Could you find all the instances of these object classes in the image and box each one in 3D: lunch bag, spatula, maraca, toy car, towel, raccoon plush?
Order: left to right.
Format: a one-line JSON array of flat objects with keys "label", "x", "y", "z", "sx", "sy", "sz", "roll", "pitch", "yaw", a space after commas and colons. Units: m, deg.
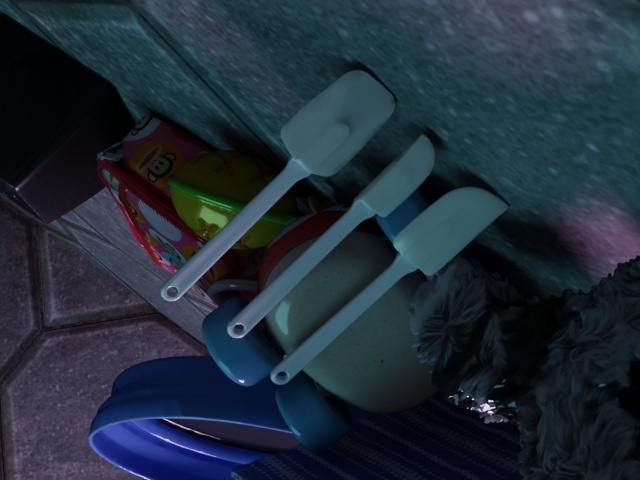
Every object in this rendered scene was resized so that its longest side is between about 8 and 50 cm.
[{"label": "lunch bag", "x": -0.157, "y": -0.030, "z": 1.381, "sx": 0.258, "sy": 0.120, "sz": 0.293, "roll": 36, "pitch": 165, "yaw": 17}, {"label": "maraca", "x": -0.070, "y": -0.036, "z": 1.167, "sx": 0.185, "sy": 0.099, "sz": 0.127, "roll": 18, "pitch": -172, "yaw": -6}, {"label": "spatula", "x": 0.000, "y": 0.000, "z": 0.863, "sx": 0.168, "sy": 0.242, "sz": 0.019, "roll": 39, "pitch": -158, "yaw": -23}, {"label": "toy car", "x": 0.019, "y": 0.024, "z": 1.031, "sx": 0.210, "sy": 0.219, "sz": 0.238, "roll": 47, "pitch": -167, "yaw": -33}, {"label": "towel", "x": 0.120, "y": 0.181, "z": 1.003, "sx": 0.243, "sy": 0.336, "sz": 0.040, "roll": 15, "pitch": 118, "yaw": 57}, {"label": "raccoon plush", "x": 0.281, "y": 0.127, "z": 0.749, "sx": 0.299, "sy": 0.216, "sz": 0.446, "roll": 31, "pitch": -169, "yaw": -23}]

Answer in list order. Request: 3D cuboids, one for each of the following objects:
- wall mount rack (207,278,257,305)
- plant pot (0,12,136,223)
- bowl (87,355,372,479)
[{"label": "wall mount rack", "x": -0.009, "y": 0.166, "z": 1.344, "sx": 0.350, "sy": 0.130, "sz": 0.304, "roll": 22, "pitch": 156, "yaw": -25}, {"label": "plant pot", "x": -0.354, "y": -0.134, "z": 1.405, "sx": 0.188, "sy": 0.167, "sz": 0.187, "roll": 32, "pitch": 167, "yaw": 16}, {"label": "bowl", "x": -0.060, "y": 0.226, "z": 1.263, "sx": 0.391, "sy": 0.077, "sz": 0.391, "roll": 8, "pitch": 155, "yaw": 4}]
